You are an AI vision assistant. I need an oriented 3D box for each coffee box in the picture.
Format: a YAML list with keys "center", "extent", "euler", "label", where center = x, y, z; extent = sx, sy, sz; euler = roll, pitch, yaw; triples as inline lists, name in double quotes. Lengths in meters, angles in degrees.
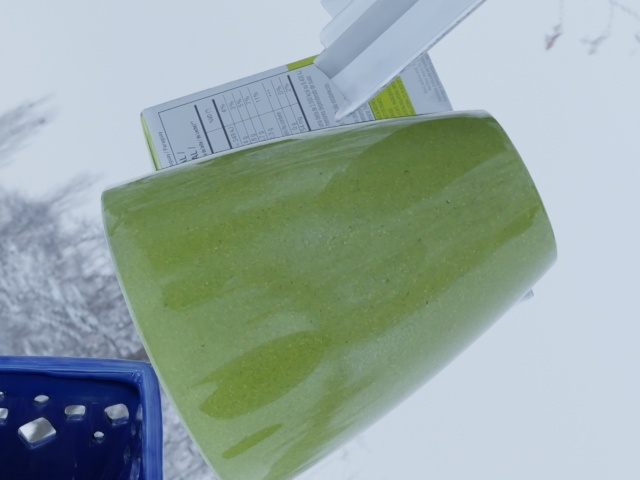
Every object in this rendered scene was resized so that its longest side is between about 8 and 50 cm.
- center: [0.000, 0.000, 1.222]
  extent: [0.337, 0.334, 0.338]
  euler: [107, -38, -75]
  label: "coffee box"

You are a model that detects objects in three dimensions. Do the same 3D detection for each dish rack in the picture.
- center: [0.125, -0.234, 0.685]
  extent: [0.072, 0.333, 0.285]
  euler: [46, -54, -9]
  label: "dish rack"

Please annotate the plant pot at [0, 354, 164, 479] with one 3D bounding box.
- center: [-0.280, 0.265, 0.976]
  extent: [0.236, 0.236, 0.212]
  euler: [-106, -155, -51]
  label: "plant pot"

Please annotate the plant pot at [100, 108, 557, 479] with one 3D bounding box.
- center: [0.024, 0.020, 0.798]
  extent: [0.275, 0.294, 0.274]
  euler: [-25, 90, -90]
  label: "plant pot"
